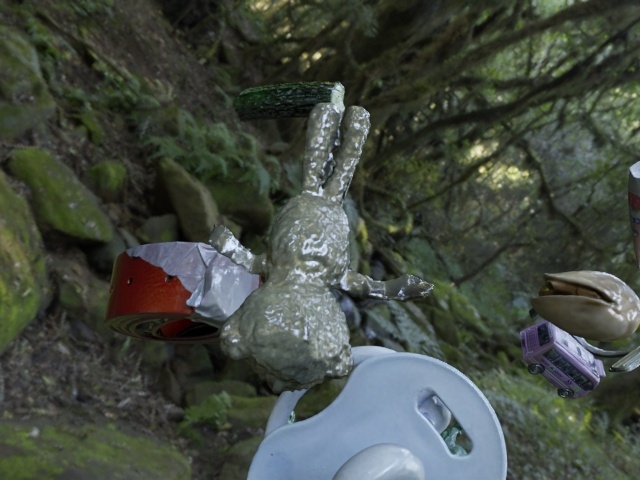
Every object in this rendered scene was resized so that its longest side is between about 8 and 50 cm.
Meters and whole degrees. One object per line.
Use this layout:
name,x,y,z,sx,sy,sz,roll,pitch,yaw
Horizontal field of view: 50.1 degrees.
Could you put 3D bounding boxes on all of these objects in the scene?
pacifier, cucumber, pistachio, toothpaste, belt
pacifier,0.040,0.221,0.651,0.227,0.279,0.207,52,-1,10
cucumber,-0.047,-0.201,0.998,0.187,0.058,0.058,5,-28,38
pistachio,0.523,0.127,1.348,0.215,0.144,0.144,15,-25,53
toothpaste,0.500,-0.041,1.070,0.195,0.042,0.067,68,30,-44
belt,-0.207,0.088,1.071,0.227,0.115,0.323,14,-20,-31

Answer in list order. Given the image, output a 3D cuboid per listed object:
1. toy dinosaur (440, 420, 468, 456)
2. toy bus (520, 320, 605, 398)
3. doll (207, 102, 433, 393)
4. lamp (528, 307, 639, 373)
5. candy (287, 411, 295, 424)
toy dinosaur,0.200,0.332,1.052,0.079,0.120,0.292,52,13,15
toy bus,0.548,0.271,1.560,0.198,0.108,0.096,38,36,-22
doll,-0.017,-0.002,0.668,0.091,0.202,0.286,131,-52,-63
lamp,0.609,0.216,1.569,0.283,0.125,0.203,38,30,29
candy,-0.047,0.274,0.963,0.025,0.023,0.083,85,1,-54
